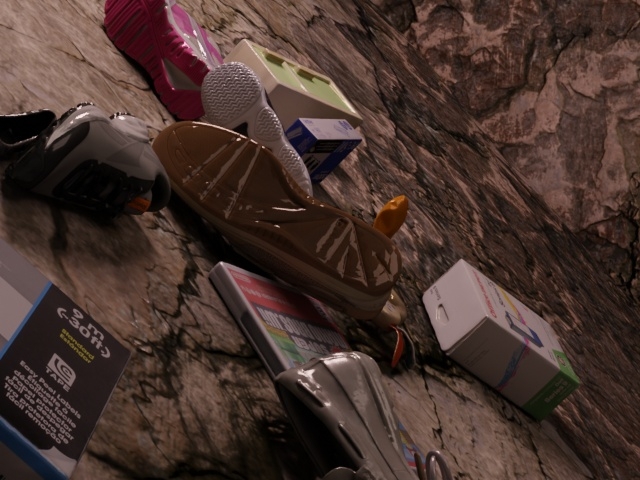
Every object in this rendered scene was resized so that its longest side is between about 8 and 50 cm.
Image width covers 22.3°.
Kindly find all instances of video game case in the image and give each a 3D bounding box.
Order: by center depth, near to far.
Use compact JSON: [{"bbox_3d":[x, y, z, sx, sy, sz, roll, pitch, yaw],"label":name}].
[{"bbox_3d":[0.001,0.152,1.839,0.204,0.025,0.285,23,28,-53],"label":"video game case"}]

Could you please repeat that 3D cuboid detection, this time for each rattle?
[{"bbox_3d":[0.108,0.059,2.140,0.130,0.142,0.200,56,0,-38],"label":"rattle"}]

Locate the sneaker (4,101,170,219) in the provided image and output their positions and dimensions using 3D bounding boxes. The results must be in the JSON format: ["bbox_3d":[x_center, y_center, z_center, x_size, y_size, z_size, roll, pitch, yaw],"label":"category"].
[{"bbox_3d":[-0.230,-0.075,1.697,0.108,0.100,0.271,53,17,10],"label":"sneaker"}]

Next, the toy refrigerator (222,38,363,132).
[{"bbox_3d":[-0.047,-0.221,2.510,0.102,0.094,0.269,53,18,26],"label":"toy refrigerator"}]

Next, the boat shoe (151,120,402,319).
[{"bbox_3d":[-0.064,-0.016,1.953,0.341,0.110,0.122,35,58,11],"label":"boat shoe"}]

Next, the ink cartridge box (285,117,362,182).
[{"bbox_3d":[-0.015,-0.129,2.355,0.046,0.097,0.207,48,16,10],"label":"ink cartridge box"}]

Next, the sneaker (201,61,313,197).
[{"bbox_3d":[-0.071,-0.095,2.119,0.153,0.101,0.269,62,7,-76],"label":"sneaker"}]

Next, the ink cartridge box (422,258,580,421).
[{"bbox_3d":[0.263,0.146,2.379,0.212,0.093,0.154,34,20,-28],"label":"ink cartridge box"}]

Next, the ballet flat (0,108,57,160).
[{"bbox_3d":[-0.322,-0.113,1.643,0.057,0.049,0.173,45,16,4],"label":"ballet flat"}]

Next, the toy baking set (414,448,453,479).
[{"bbox_3d":[0.142,0.315,1.592,0.256,0.030,0.197,-117,-165,-70],"label":"toy baking set"}]

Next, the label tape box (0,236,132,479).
[{"bbox_3d":[-0.276,0.058,1.226,0.249,0.115,0.348,43,18,-9],"label":"label tape box"}]

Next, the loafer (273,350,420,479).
[{"bbox_3d":[0.043,0.253,1.586,0.111,0.112,0.319,-9,52,-21],"label":"loafer"}]

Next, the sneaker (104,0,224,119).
[{"bbox_3d":[-0.206,-0.266,2.238,0.252,0.103,0.111,59,18,15],"label":"sneaker"}]
